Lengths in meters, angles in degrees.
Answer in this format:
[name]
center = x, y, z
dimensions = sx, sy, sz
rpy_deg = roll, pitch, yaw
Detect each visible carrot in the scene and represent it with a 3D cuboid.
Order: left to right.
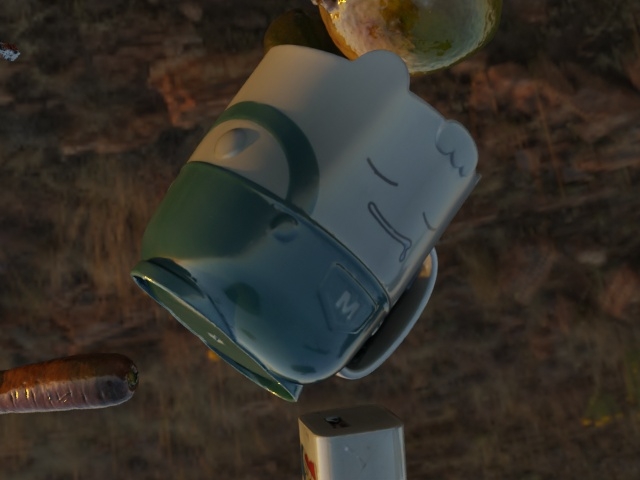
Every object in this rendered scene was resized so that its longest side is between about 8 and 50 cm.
[carrot]
center = -0.296, 0.153, 1.143
dimensions = 0.247, 0.059, 0.059
rpy_deg = -11, 156, 18

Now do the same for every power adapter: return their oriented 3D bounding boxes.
[power adapter]
center = 0.046, 0.335, 1.495
dimensions = 0.125, 0.205, 0.130
rpy_deg = -6, -174, -15

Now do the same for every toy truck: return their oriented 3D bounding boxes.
[toy truck]
center = -0.495, -0.297, 1.742
dimensions = 0.024, 0.032, 0.083
rpy_deg = -44, 162, 16

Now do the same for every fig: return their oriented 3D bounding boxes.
[fig]
center = -0.023, -0.251, 1.621
dimensions = 0.126, 0.185, 0.133
rpy_deg = -6, 126, 9

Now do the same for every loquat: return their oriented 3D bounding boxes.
[loquat]
center = 0.086, -0.286, 1.298
dimensions = 0.246, 0.213, 0.213
rpy_deg = -4, 155, -24

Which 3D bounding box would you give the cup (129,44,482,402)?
[cup]
center = 0.000, 0.000, 0.988
dimensions = 0.219, 0.258, 0.290
rpy_deg = 21, 160, 45
